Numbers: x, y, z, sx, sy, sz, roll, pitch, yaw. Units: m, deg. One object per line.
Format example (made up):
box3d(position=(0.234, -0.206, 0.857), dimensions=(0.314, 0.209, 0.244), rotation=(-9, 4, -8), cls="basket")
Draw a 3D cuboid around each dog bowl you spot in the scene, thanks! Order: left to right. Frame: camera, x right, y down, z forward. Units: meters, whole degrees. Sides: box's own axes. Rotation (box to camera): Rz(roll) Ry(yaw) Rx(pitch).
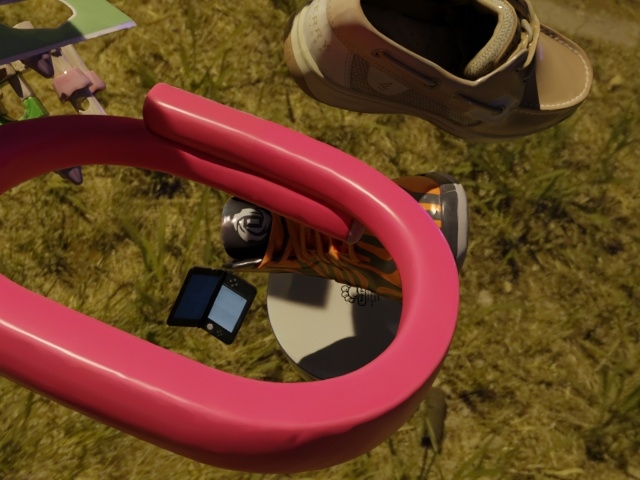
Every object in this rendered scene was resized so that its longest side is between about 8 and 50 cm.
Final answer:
box3d(position=(0.057, 0.091, 1.053), dimensions=(0.265, 0.104, 0.264), rotation=(-2, 68, 5), cls="dog bowl")

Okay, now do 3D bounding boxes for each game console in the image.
box3d(position=(-0.216, 0.133, 1.453), dimensions=(0.124, 0.144, 0.085), rotation=(31, 19, 13), cls="game console")

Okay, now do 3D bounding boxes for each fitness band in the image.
box3d(position=(-0.070, 0.007, 0.393), dimensions=(0.291, 0.054, 0.209), rotation=(21, 44, 7), cls="fitness band")

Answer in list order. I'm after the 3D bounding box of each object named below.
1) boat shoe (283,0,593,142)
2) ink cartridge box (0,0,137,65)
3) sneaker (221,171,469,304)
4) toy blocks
box3d(position=(0.123, -0.146, 0.571), dimensions=(0.303, 0.098, 0.109), rotation=(2, 80, -32), cls="boat shoe")
box3d(position=(-0.263, -0.180, 0.472), dimensions=(0.235, 0.056, 0.171), rotation=(38, 29, -3), cls="ink cartridge box")
box3d(position=(0.000, 0.000, 0.691), dimensions=(0.180, 0.321, 0.124), rotation=(6, 82, -19), cls="sneaker")
box3d(position=(-0.514, -0.193, 1.275), dimensions=(0.289, 0.309, 0.260), rotation=(-31, 101, -1), cls="toy blocks")
